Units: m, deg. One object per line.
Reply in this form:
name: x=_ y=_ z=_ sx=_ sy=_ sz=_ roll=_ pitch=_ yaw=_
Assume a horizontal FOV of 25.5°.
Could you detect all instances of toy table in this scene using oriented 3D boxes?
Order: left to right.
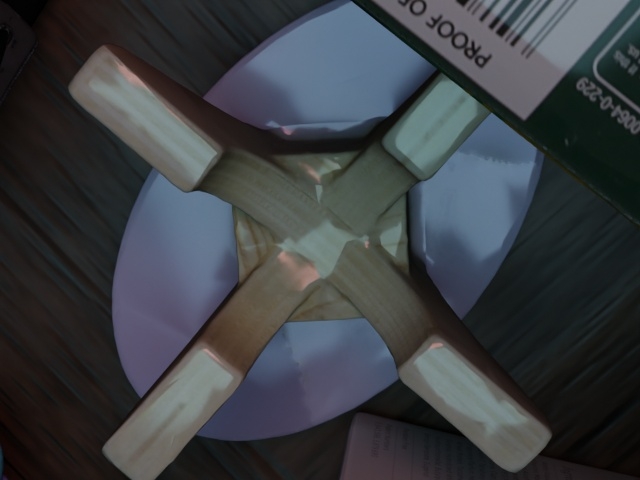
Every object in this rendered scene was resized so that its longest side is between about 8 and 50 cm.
toy table: x=0.000 y=0.000 z=0.667 sx=0.252 sy=0.161 sz=0.274 roll=30 pitch=101 yaw=-1

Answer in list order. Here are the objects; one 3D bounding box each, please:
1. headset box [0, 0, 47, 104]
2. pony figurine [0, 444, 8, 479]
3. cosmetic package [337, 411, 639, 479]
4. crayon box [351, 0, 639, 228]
headset box: x=-0.262 y=-0.132 z=0.615 sx=0.283 sy=0.246 sz=0.131 roll=20 pitch=146 yaw=1
pony figurine: x=-0.172 y=0.246 z=0.629 sx=0.302 sy=0.351 sz=0.364 roll=0 pitch=86 yaw=-26
cosmetic package: x=0.084 y=0.197 z=0.700 sx=0.183 sy=0.151 sz=0.151 roll=12 pitch=104 yaw=3
crayon box: x=0.157 y=-0.077 z=0.540 sx=0.363 sy=0.313 sz=0.106 roll=38 pitch=110 yaw=-7
